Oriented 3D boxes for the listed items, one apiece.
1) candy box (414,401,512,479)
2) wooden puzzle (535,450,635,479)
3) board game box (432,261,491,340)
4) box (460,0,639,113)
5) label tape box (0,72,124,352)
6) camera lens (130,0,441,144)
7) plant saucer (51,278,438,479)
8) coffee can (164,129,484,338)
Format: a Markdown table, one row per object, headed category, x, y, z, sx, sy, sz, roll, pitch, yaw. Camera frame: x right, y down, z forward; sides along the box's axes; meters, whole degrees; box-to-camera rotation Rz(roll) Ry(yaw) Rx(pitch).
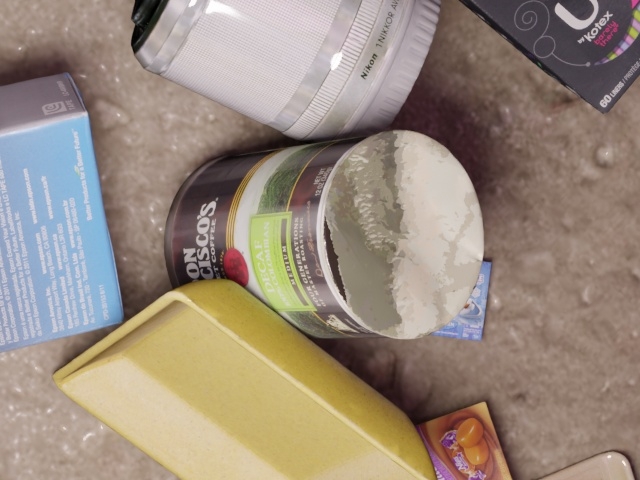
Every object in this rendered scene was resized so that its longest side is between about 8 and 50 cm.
| category | x | y | z | sx | sy | sz | roll | pitch | yaw |
| --- | --- | --- | --- | --- | --- | --- | --- | --- | --- |
| candy box | 0.110 | 0.258 | 1.981 | 0.186 | 0.053 | 0.109 | -18 | 85 | -12 |
| wooden puzzle | 0.271 | 0.379 | 2.039 | 0.238 | 0.044 | 0.221 | -19 | 97 | -12 |
| board game box | 0.141 | 0.063 | 2.007 | 0.090 | 0.020 | 0.090 | 7 | 89 | -14 |
| box | 0.238 | -0.286 | 1.903 | 0.270 | 0.143 | 0.165 | 35 | 98 | -31 |
| label tape box | -0.387 | -0.003 | 1.779 | 0.347 | 0.115 | 0.249 | -13 | 123 | -12 |
| camera lens | -0.042 | -0.231 | 1.848 | 0.274 | 0.219 | 0.219 | 25 | 86 | -14 |
| plant saucer | -0.071 | 0.168 | 1.830 | 0.332 | 0.333 | 0.081 | 38 | 57 | -13 |
| coffee can | 0.000 | 0.000 | 1.811 | 0.201 | 0.275 | 0.202 | 3 | 85 | -37 |
